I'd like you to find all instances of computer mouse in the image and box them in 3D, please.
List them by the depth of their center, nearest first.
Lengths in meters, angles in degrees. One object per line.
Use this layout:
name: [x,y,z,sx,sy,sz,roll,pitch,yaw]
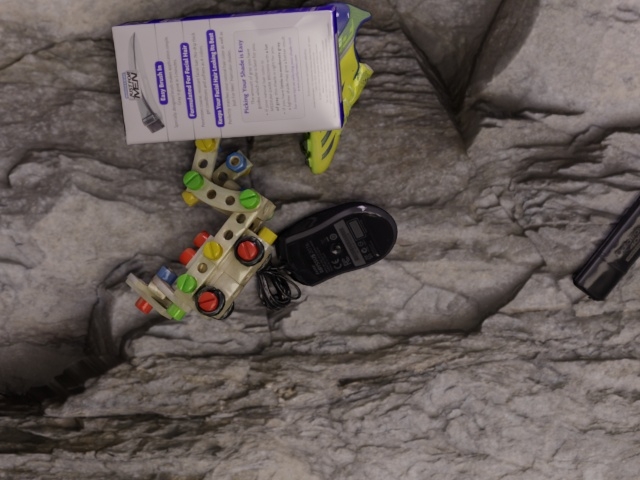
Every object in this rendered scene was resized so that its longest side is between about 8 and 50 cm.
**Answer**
computer mouse: [0.000,0.000,1.976,0.272,0.072,0.188,-18,117,9]

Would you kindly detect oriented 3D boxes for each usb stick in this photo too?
usb stick: [0.575,-0.007,2.107,0.077,0.045,0.278,33,102,-15]

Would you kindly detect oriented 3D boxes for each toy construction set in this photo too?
toy construction set: [-0.195,0.007,1.865,0.215,0.151,0.327,38,104,15]

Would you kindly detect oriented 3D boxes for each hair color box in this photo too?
hair color box: [-0.138,-0.257,1.762,0.339,0.110,0.185,-3,106,3]

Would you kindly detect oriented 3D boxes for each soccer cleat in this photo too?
soccer cleat: [0.027,-0.244,1.862,0.121,0.093,0.289,0,111,-14]
